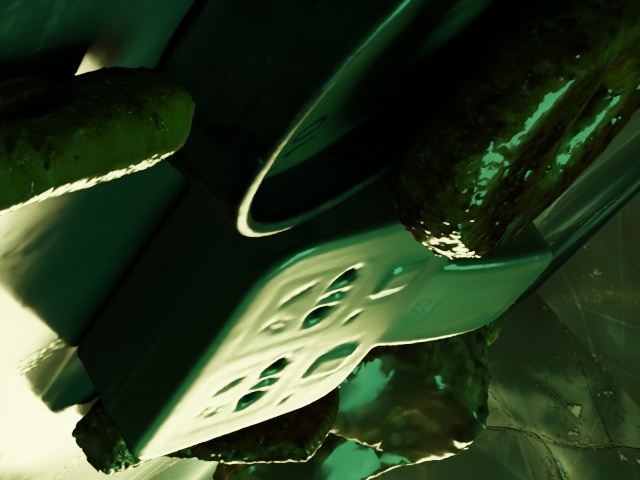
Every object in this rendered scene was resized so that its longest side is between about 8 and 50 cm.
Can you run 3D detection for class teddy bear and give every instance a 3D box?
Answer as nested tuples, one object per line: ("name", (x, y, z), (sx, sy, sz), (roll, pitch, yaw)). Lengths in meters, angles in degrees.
("teddy bear", (0.035, 0.086, 1.515), (0.296, 0.222, 0.246), (-10, 134, -2))

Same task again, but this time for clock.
("clock", (0.060, -0.124, 0.807), (0.319, 0.066, 0.319), (-39, 171, -7))

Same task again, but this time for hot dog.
("hot dog", (-0.114, -0.028, 0.593), (0.066, 0.047, 0.215), (-2, -165, 34))

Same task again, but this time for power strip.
("power strip", (0.000, 0.000, 1.055), (0.261, 0.141, 0.229), (-15, 156, -38))

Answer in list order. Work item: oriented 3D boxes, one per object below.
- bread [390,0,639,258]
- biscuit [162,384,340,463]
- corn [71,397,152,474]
("bread", (0.107, -0.066, 0.887), (0.193, 0.064, 0.193), (-42, 166, -13))
("biscuit", (-0.064, 0.119, 1.301), (0.206, 0.025, 0.126), (-3, -148, 39))
("corn", (-0.067, 0.085, 1.248), (0.237, 0.079, 0.079), (-35, 170, -19))
